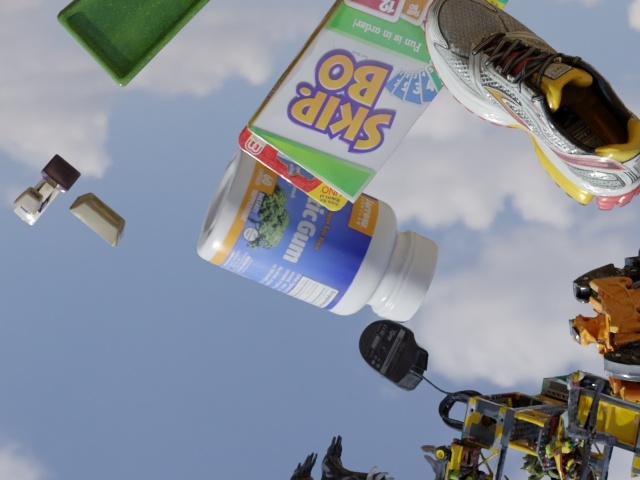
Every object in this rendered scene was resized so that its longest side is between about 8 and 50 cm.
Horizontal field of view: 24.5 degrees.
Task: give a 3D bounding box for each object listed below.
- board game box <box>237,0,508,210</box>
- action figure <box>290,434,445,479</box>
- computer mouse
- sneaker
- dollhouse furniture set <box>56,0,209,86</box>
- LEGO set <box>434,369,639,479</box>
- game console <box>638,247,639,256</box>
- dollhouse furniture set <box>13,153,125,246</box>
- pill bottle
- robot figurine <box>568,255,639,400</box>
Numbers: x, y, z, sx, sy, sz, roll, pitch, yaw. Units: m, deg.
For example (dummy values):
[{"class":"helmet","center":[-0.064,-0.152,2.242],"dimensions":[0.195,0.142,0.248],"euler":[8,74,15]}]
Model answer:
[{"class":"board game box","center":[0.044,-0.154,1.352],"dimensions":[0.259,0.124,0.039],"euler":[-52,-167,16]},{"class":"action figure","center":[0.098,0.338,1.889],"dimensions":[0.275,0.141,0.164],"euler":[20,-163,31]},{"class":"computer mouse","center":[0.134,0.166,1.786],"dimensions":[0.041,0.071,0.242],"euler":[19,-168,-47]},{"class":"sneaker","center":[0.177,-0.128,1.173],"dimensions":[0.088,0.225,0.093],"euler":[-44,163,-17]},{"class":"dollhouse furniture set","center":[-0.249,-0.332,1.532],"dimensions":[0.151,0.301,0.197],"euler":[-41,-166,8]},{"class":"LEGO set","center":[0.278,0.260,1.499],"dimensions":[0.192,0.255,0.331],"euler":[15,-179,39]},{"class":"game console","center":[0.479,0.074,1.506],"dimensions":[0.361,0.044,0.213],"euler":[9,-137,-28]},{"class":"dollhouse furniture set","center":[-0.279,-0.013,1.592],"dimensions":[0.081,0.114,0.091],"euler":[-44,-168,32]},{"class":"pill bottle","center":[0.000,0.000,1.803],"dimensions":[0.272,0.152,0.152],"euler":[22,-169,-11]},{"class":"robot figurine","center":[0.370,0.073,1.331],"dimensions":[0.291,0.085,0.211],"euler":[-8,-153,2]}]
